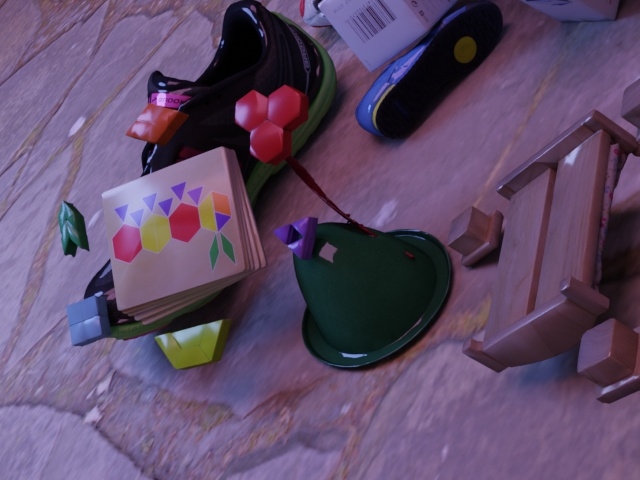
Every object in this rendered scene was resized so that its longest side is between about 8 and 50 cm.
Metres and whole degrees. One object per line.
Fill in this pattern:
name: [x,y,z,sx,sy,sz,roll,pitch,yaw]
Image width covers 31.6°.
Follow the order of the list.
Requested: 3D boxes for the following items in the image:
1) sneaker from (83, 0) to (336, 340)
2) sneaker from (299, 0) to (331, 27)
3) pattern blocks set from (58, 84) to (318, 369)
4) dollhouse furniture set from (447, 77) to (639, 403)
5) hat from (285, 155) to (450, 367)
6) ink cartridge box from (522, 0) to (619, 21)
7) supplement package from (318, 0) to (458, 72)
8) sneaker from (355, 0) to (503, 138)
sneaker: [-0.163,-0.093,1.364,0.185,0.202,0.482,-3,51,45]
sneaker: [0.056,-0.414,1.588,0.279,0.107,0.118,-52,13,-13]
pattern blocks set: [-0.144,-0.009,1.179,0.325,0.026,0.285,-9,79,29]
dollhouse furniture set: [0.247,0.059,0.917,0.355,0.174,0.303,-41,24,50]
hat: [0.000,0.000,1.112,0.173,0.183,0.208,-51,34,-15]
ink cartridge box: [0.242,-0.325,1.189,0.082,0.191,0.139,10,86,50]
supplement package: [0.099,-0.301,1.354,0.105,0.105,0.179,-32,11,43]
sneaker: [0.121,-0.208,1.326,0.209,0.069,0.082,-45,30,-4]
